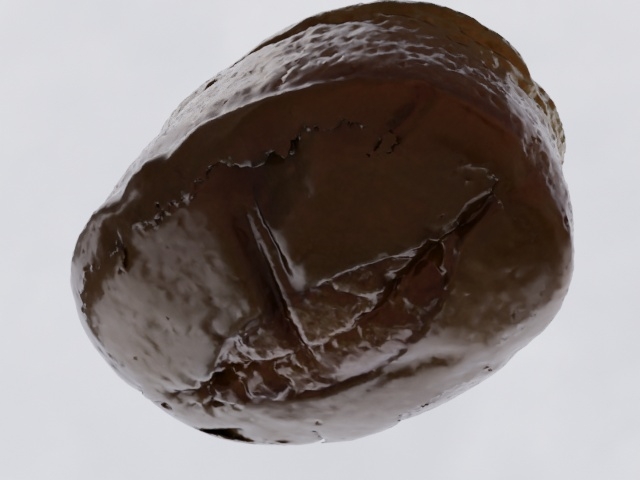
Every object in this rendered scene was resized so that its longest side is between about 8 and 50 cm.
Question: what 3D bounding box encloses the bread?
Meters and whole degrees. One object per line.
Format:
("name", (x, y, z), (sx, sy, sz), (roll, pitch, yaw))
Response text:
("bread", (0.000, 0.000, 0.682), (0.195, 0.269, 0.143), (46, -142, -24))
